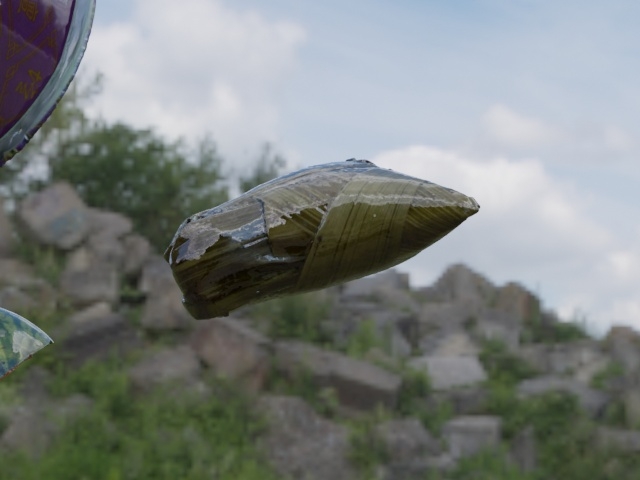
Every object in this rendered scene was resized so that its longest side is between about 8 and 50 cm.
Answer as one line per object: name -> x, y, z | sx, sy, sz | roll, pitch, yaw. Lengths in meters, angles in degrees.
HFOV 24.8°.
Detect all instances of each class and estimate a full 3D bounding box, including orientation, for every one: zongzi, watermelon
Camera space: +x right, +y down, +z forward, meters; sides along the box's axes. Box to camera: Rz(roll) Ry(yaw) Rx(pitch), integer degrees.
zongzi -> 0.000, 0.000, 1.556 | 0.286, 0.134, 0.288 | -23, 14, -22
watermelon -> -0.266, 0.081, 1.136 | 0.087, 0.069, 0.163 | -41, 6, -30

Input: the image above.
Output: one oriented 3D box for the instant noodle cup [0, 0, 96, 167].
instant noodle cup -> -0.358, -0.202, 1.001 | 0.340, 0.339, 0.266 | -2, -12, 15
